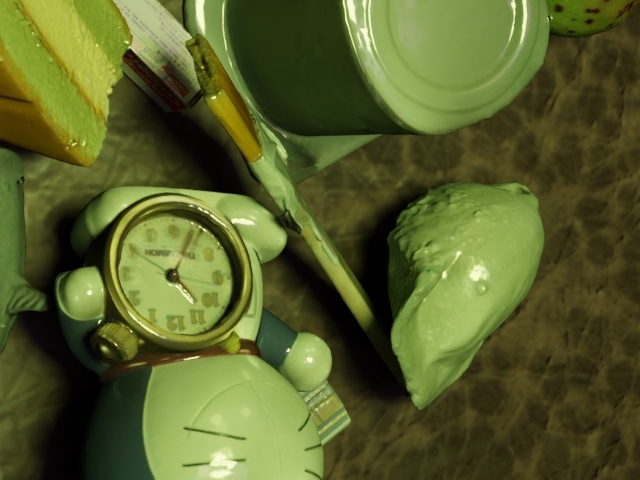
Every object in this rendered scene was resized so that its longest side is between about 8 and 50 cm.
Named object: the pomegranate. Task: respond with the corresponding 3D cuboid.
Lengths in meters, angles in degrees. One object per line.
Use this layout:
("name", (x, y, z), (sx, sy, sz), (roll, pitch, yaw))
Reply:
("pomegranate", (0.191, -0.217, 1.067), (0.130, 0.130, 0.130), (-2, 95, -29))

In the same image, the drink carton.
("drink carton", (0.031, -0.145, 0.949), (0.185, 0.189, 0.191), (-28, 106, -19))

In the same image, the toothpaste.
("toothpaste", (-0.148, -0.162, 0.923), (0.196, 0.047, 0.040), (44, 70, -25))

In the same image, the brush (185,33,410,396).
("brush", (0.000, 0.000, 0.967), (0.020, 0.085, 0.336), (-28, 131, 6))

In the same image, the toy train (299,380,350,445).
("toy train", (-0.088, 0.184, 0.983), (0.252, 0.048, 0.055), (-38, 108, -21))

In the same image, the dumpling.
("dumpling", (0.092, 0.026, 1.036), (0.108, 0.153, 0.219), (43, 36, 13))

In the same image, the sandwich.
("sandwich", (-0.232, -0.126, 0.853), (0.144, 0.187, 0.117), (70, 27, -55))

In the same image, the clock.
("clock", (-0.079, 0.094, 0.904), (0.199, 0.146, 0.243), (2, 73, -35))

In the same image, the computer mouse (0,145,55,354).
("computer mouse", (-0.326, -0.007, 0.794), (0.371, 0.122, 0.188), (18, 77, -33))
